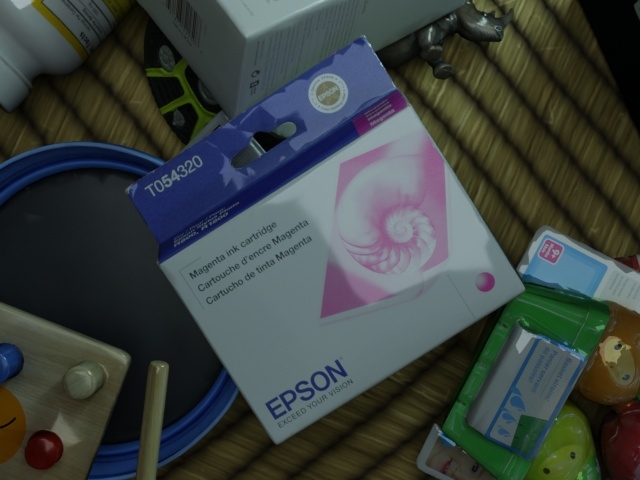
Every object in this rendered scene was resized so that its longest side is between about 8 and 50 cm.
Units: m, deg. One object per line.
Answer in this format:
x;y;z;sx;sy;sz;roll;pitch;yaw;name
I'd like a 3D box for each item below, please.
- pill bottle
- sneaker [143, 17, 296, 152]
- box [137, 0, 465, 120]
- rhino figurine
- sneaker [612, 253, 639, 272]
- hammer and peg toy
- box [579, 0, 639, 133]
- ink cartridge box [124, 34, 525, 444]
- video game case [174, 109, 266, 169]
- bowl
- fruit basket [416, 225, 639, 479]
-0.309;-0.319;1.574;0.188;0.188;0.334;41;82;3;pill bottle
-0.055;-0.150;1.611;0.384;0.145;0.147;42;47;9;sneaker
-0.010;-0.322;1.516;0.345;0.168;0.215;-29;70;-22;box
0.125;-0.252;1.640;0.243;0.073;0.106;-18;56;-6;rhino figurine
0.368;0.130;1.618;0.128;0.087;0.221;-13;82;12;sneaker
-0.311;0.209;1.454;0.361;0.127;0.266;20;94;2;hammer and peg toy
0.597;-0.311;1.472;0.471;0.480;0.297;-22;83;-6;box
0.000;0.000;1.447;0.324;0.071;0.330;-33;94;6;ink cartridge box
-0.118;-0.015;1.574;0.212;0.023;0.193;-42;86;25;video game case
-0.264;0.081;1.541;0.391;0.077;0.391;0;95;4;bowl
0.330;0.203;1.507;0.353;0.165;0.327;29;102;11;fruit basket
